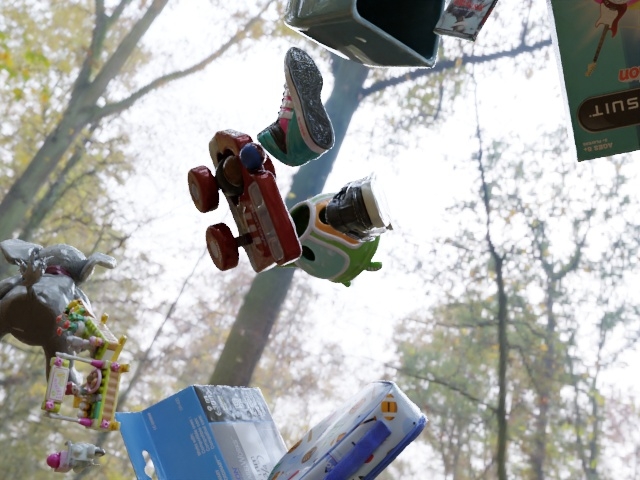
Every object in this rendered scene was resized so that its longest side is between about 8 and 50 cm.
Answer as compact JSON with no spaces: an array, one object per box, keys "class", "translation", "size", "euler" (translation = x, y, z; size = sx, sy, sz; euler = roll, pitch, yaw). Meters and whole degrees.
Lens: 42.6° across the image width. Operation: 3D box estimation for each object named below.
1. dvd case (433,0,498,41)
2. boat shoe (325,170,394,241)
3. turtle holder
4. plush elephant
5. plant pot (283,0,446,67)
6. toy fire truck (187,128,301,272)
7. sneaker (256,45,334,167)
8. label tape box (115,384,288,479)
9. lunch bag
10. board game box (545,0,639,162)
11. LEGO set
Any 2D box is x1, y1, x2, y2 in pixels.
[{"class":"dvd case","translation":[0.243,-0.378,1.321],"size":[0.013,0.119,0.087],"euler":[31,-2,-44]},{"class":"boat shoe","translation":[0.074,-0.056,1.587],"size":[0.113,0.340,0.127],"euler":[-19,-85,9]},{"class":"turtle holder","translation":[0.008,-0.018,2.209],"size":[0.227,0.243,0.320],"euler":[18,-3,-34]},{"class":"plush elephant","translation":[-0.606,0.119,1.834],"size":[0.271,0.255,0.330],"euler":[17,-63,0]},{"class":"plant pot","translation":[0.069,-0.477,1.584],"size":[0.252,0.248,0.247],"euler":[2,-12,45]},{"class":"toy fire truck","translation":[-0.136,-0.084,1.627],"size":[0.254,0.169,0.302],"euler":[-29,-101,65]},{"class":"sneaker","translation":[-0.070,-0.287,1.884],"size":[0.123,0.296,0.178],"euler":[17,-39,-39]},{"class":"label tape box","translation":[-0.193,0.396,1.515],"size":[0.106,0.241,0.333],"euler":[-37,-26,19]},{"class":"lunch bag","translation":[0.035,0.368,1.379],"size":[0.115,0.303,0.243],"euler":[47,-12,-1]},{"class":"board game box","translation":[0.403,-0.283,0.975],"size":[0.253,0.079,0.336],"euler":[-11,-85,12]},{"class":"LEGO set","translation":[-0.351,0.175,1.163],"size":[0.107,0.287,0.132],"euler":[22,-49,-38]}]
